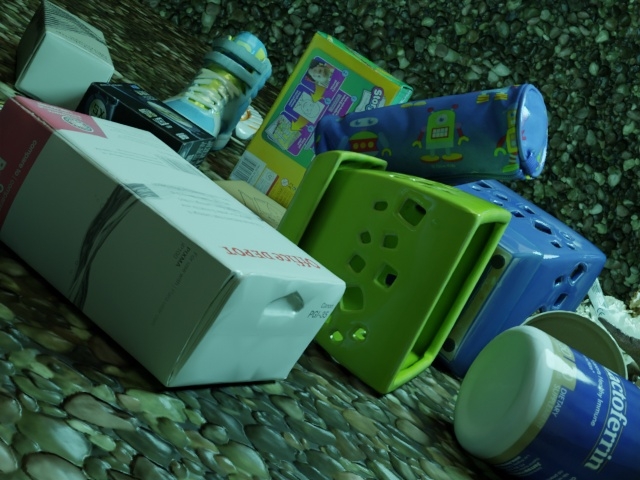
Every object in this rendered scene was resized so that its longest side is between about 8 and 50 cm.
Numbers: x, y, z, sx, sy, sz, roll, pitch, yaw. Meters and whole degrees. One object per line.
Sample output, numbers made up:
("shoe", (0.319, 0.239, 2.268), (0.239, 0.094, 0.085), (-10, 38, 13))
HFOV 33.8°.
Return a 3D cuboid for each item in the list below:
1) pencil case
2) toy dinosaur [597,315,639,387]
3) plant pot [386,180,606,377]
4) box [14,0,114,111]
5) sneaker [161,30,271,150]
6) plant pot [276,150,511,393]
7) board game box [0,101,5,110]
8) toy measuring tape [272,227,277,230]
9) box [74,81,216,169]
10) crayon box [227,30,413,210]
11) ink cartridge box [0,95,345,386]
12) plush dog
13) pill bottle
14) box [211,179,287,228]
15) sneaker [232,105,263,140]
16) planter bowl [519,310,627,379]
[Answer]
("pencil case", (0.137, -0.117, 1.350), (0.306, 0.133, 0.119), (-7, -25, 27))
("toy dinosaur", (0.452, 0.231, 1.358), (0.127, 0.295, 0.200), (-1, -15, -26))
("plant pot", (0.210, 0.049, 1.458), (0.236, 0.236, 0.212), (40, 18, 31))
("box", (-0.377, -0.267, 1.541), (0.113, 0.094, 0.275), (27, 12, -25))
("sneaker", (-0.178, -0.251, 1.726), (0.127, 0.208, 0.319), (34, 11, -2))
("plant pot", (0.067, 0.018, 1.221), (0.207, 0.227, 0.228), (30, 10, 17))
("board game box", (-0.287, -0.093, 1.161), (0.147, 0.045, 0.193), (36, 12, 18))
("toy measuring tape", (0.000, 0.000, 1.452), (0.121, 0.121, 0.330), (38, 26, 28))
("box", (-0.239, -0.144, 1.434), (0.147, 0.077, 0.180), (34, 11, 3))
("crayon box", (-0.001, -0.165, 1.658), (0.165, 0.278, 0.081), (35, 12, 13))
("ink cartridge box", (-0.147, 0.003, 0.942), (0.283, 0.117, 0.207), (37, 12, 25))
("plush dog", (0.452, 0.175, 1.759), (0.262, 0.210, 0.225), (35, -15, 2))
("pill bottle", (0.291, 0.214, 1.147), (0.265, 0.153, 0.153), (29, 11, -17))
("box", (-0.085, -0.036, 1.541), (0.164, 0.021, 0.201), (35, 10, 10))
("sneaker", (-0.173, -0.232, 2.007), (0.084, 0.083, 0.215), (27, 17, -27))
("planter bowl", (0.304, 0.182, 1.376), (0.162, 0.162, 0.109), (34, -15, 7))
